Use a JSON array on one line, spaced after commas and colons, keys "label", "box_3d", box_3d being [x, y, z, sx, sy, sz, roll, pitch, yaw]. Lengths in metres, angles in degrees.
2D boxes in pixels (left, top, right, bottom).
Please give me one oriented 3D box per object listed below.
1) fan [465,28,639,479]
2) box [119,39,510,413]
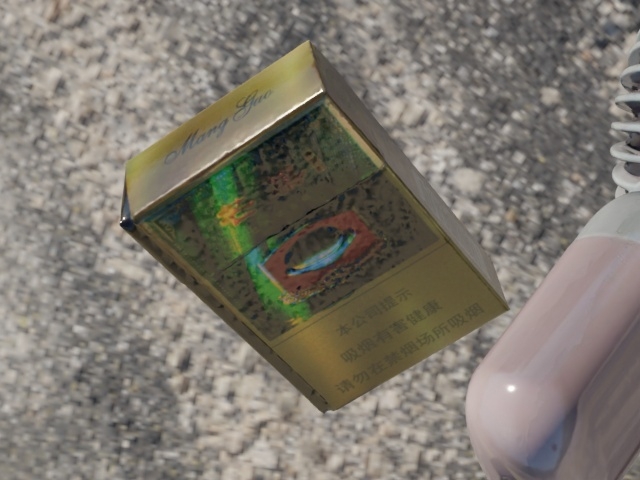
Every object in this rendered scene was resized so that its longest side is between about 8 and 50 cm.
[{"label": "fan", "box_3d": [0.131, -0.001, 0.521, 0.074, 0.130, 0.244, 10, 48, 42]}, {"label": "box", "box_3d": [0.000, 0.000, 1.005, 0.159, 0.240, 0.071, -31, 38, 17]}]
